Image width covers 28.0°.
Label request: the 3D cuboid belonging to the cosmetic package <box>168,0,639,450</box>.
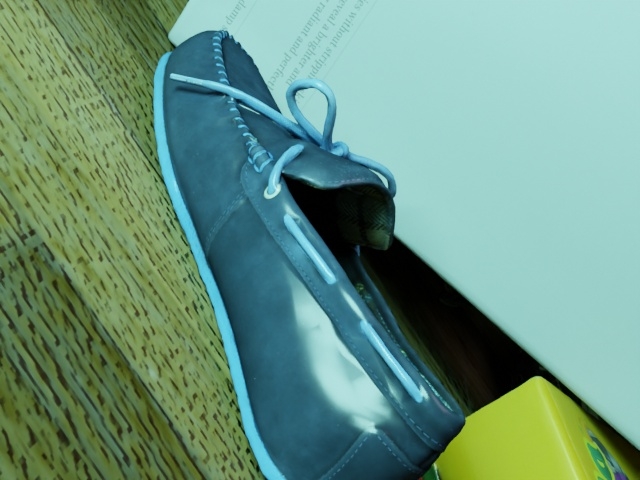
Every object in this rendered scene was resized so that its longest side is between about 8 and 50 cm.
[{"bbox_3d":[0.139,-0.077,0.684,0.385,0.217,0.156,42,28,4],"label":"cosmetic package"}]

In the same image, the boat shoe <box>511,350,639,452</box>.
[{"bbox_3d":[0.165,0.098,0.860,0.080,0.073,0.223,62,15,-14],"label":"boat shoe"}]

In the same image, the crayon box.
[{"bbox_3d":[0.163,0.203,0.670,0.318,0.081,0.202,36,28,-46],"label":"crayon box"}]

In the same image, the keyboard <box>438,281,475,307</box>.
[{"bbox_3d":[0.125,-0.006,0.810,0.317,0.033,0.201,20,38,-21],"label":"keyboard"}]

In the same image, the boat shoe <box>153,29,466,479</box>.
[{"bbox_3d":[0.000,0.000,0.578,0.109,0.089,0.258,28,34,-55],"label":"boat shoe"}]
